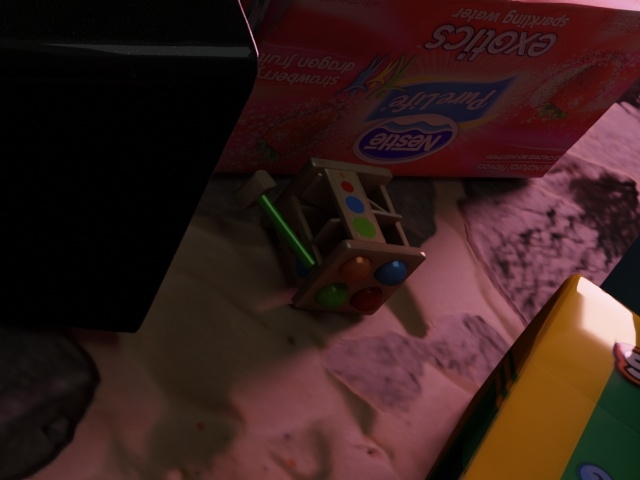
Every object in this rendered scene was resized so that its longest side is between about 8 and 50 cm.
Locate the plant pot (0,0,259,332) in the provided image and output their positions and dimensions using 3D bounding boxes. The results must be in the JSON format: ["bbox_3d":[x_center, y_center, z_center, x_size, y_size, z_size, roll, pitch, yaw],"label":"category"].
[{"bbox_3d":[-0.154,-0.081,0.856,0.167,0.187,0.188,-3,53,-27],"label":"plant pot"}]

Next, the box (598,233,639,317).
[{"bbox_3d":[0.222,0.046,1.030,0.100,0.060,0.244,36,-1,-6],"label":"box"}]

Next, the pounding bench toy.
[{"bbox_3d":[0.000,0.000,1.001,0.083,0.052,0.065,7,48,-37],"label":"pounding bench toy"}]

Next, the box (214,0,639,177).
[{"bbox_3d":[0.037,-0.132,1.089,0.300,0.154,0.142,0,53,-43],"label":"box"}]

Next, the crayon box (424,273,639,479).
[{"bbox_3d":[0.195,0.215,0.877,0.363,0.106,0.313,36,32,3],"label":"crayon box"}]
